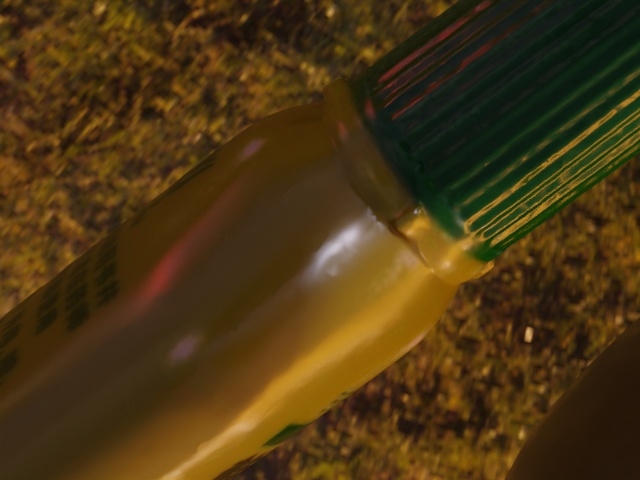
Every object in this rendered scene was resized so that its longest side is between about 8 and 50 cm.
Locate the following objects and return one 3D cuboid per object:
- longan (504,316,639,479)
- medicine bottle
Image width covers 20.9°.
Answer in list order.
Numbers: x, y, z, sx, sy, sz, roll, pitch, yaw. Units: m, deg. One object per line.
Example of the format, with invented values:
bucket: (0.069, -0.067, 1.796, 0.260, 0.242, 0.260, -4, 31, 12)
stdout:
longan: (0.191, 0.154, 0.572, 0.319, 0.319, 0.319, 6, 117, 11)
medicine bottle: (0.000, 0.000, 0.393, 0.260, 0.095, 0.064, -37, 98, 15)
